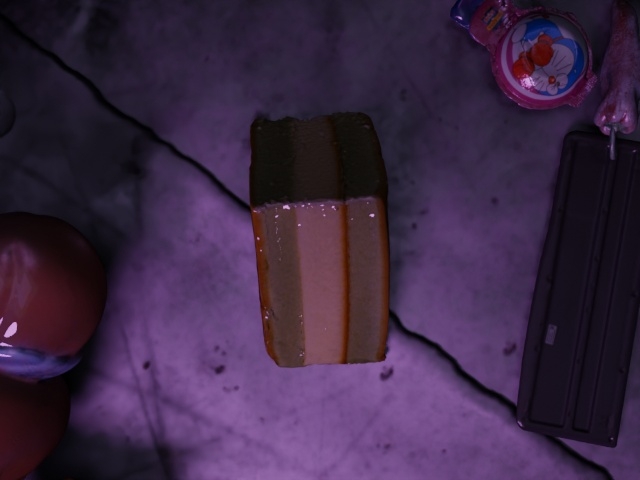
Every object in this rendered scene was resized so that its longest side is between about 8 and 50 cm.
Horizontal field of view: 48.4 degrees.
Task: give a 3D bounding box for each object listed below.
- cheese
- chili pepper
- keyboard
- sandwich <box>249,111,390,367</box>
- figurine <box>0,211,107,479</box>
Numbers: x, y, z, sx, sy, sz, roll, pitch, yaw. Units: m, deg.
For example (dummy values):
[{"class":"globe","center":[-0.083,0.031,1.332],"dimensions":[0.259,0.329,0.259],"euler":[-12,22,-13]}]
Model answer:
[{"class":"cheese","center":[0.184,-0.177,0.640],"dimensions":[0.145,0.038,0.095],"euler":[37,88,1]},{"class":"chili pepper","center":[0.270,-0.149,0.632],"dimensions":[0.041,0.050,0.153],"euler":[13,78,-1]},{"class":"keyboard","center":[0.234,0.094,0.633],"dimensions":[0.103,0.041,0.382],"euler":[11,81,2]},{"class":"sandwich","center":[0.000,0.000,0.647],"dimensions":[0.117,0.144,0.187],"euler":[-3,123,0]},{"class":"figurine","center":[-0.259,0.198,0.529],"dimensions":[0.248,0.276,0.388],"euler":[-33,81,43]}]
